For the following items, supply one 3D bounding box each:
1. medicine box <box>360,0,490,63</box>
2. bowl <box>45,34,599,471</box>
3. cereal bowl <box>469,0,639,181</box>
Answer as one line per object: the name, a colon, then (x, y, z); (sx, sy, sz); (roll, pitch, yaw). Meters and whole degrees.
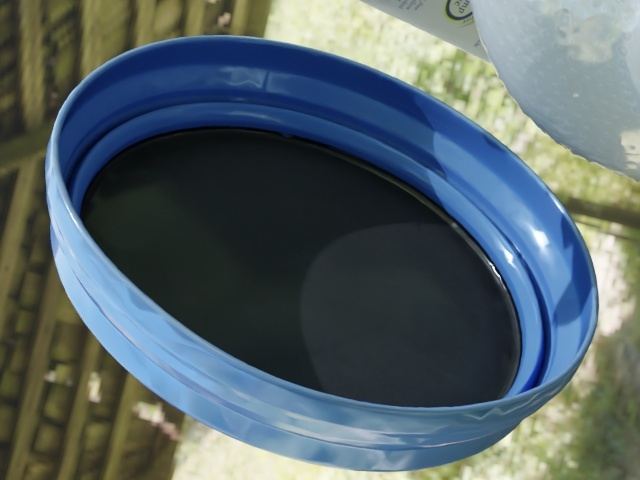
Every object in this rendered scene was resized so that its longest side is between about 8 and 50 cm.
medicine box: (0.087, -0.308, 1.226); (0.149, 0.289, 0.263); (-49, 49, 24)
bowl: (0.000, 0.000, 0.976); (0.391, 0.391, 0.077); (-72, 4, -55)
cereal bowl: (0.254, -0.152, 0.834); (0.141, 0.338, 0.339); (-91, 8, -45)
